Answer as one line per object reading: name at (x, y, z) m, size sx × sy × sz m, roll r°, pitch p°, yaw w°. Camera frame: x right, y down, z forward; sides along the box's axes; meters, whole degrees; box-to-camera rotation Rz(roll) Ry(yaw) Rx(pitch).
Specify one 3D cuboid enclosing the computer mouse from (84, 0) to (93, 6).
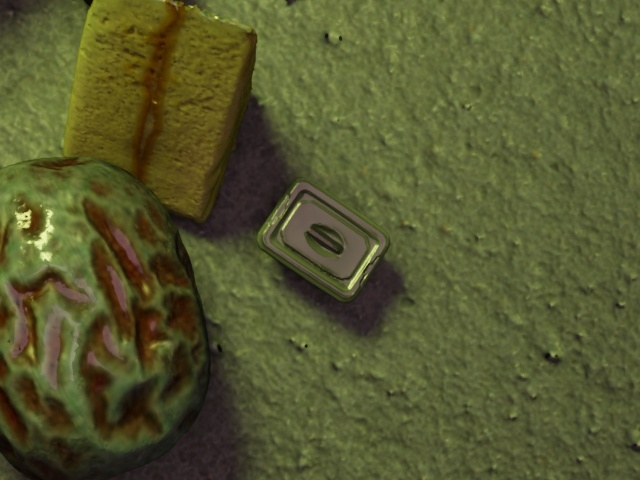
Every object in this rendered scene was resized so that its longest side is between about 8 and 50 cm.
computer mouse at (-0.204, -0.314, 1.340) m, size 0.122 × 0.073 × 0.217 m, roll -16°, pitch 76°, yaw -3°

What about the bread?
bread at (-0.161, -0.125, 1.257) m, size 0.168 × 0.264 × 0.163 m, roll 18°, pitch 84°, yaw -2°

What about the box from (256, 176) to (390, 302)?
box at (0.000, 0.000, 1.377) m, size 0.122 × 0.062 × 0.089 m, roll 34°, pitch 84°, yaw -8°

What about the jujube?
jujube at (-0.234, 0.069, 1.260) m, size 0.247 × 0.215 × 0.308 m, roll -26°, pitch 93°, yaw -12°
